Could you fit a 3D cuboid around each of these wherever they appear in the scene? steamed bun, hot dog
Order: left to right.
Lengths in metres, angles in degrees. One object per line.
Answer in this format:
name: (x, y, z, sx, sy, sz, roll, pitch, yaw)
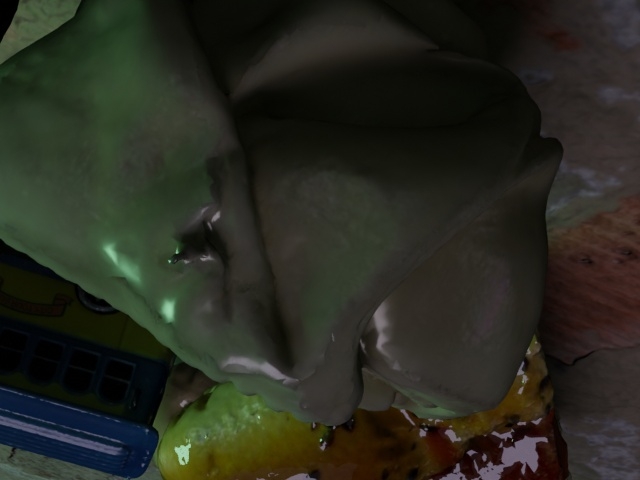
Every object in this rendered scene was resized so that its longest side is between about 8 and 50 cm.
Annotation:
steamed bun: (-0.008, -0.054, 0.744, 0.367, 0.255, 0.342, 35, -169, 13)
hot dog: (0.043, 0.207, 1.091, 0.365, 0.196, 0.367, -15, 136, 8)

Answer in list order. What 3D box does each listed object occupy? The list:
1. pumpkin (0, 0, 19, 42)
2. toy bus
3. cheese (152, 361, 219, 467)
pumpkin: (-0.321, -0.195, 0.684, 0.315, 0.238, 0.315, 8, 164, 2)
toy bus: (-0.286, 0.110, 1.169, 0.287, 0.175, 0.138, 17, 146, -7)
cheese: (-0.071, 0.210, 1.301, 0.235, 0.117, 0.218, 20, 145, -16)
